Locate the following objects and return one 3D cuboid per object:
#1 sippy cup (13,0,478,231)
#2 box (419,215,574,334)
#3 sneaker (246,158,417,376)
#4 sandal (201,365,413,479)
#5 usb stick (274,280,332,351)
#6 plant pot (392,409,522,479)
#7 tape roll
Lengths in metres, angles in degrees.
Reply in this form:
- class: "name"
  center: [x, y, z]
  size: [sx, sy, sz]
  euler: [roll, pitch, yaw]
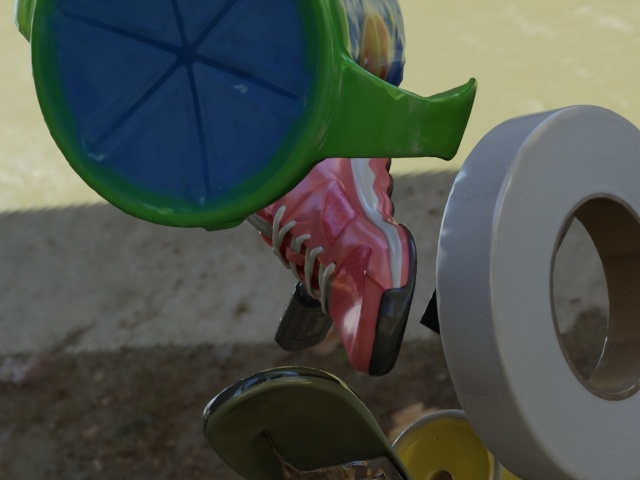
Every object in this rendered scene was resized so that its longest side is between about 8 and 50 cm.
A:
- class: "sippy cup"
  center: [-0.051, -0.138, 1.118]
  size: [0.240, 0.305, 0.224]
  euler: [-38, -7, 25]
- class: "box"
  center: [0.262, 0.024, 2.218]
  size: [0.103, 0.184, 0.261]
  euler: [28, 30, 16]
- class: "sneaker"
  center: [0.000, 0.000, 1.375]
  size: [0.136, 0.116, 0.314]
  euler: [0, 43, -10]
- class: "sandal"
  center: [0.023, 0.216, 1.312]
  size: [0.120, 0.303, 0.086]
  euler: [-39, 27, 9]
- class: "usb stick"
  center: [-0.013, 0.098, 2.087]
  size: [0.077, 0.278, 0.045]
  euler: [-9, 74, -10]
- class: "plant pot"
  center: [0.194, 0.316, 1.817]
  size: [0.254, 0.239, 0.254]
  euler: [-19, 54, 28]
- class: "tape roll"
  center: [0.262, 0.059, 1.564]
  size: [0.072, 0.392, 0.392]
  euler: [-8, 33, 42]
